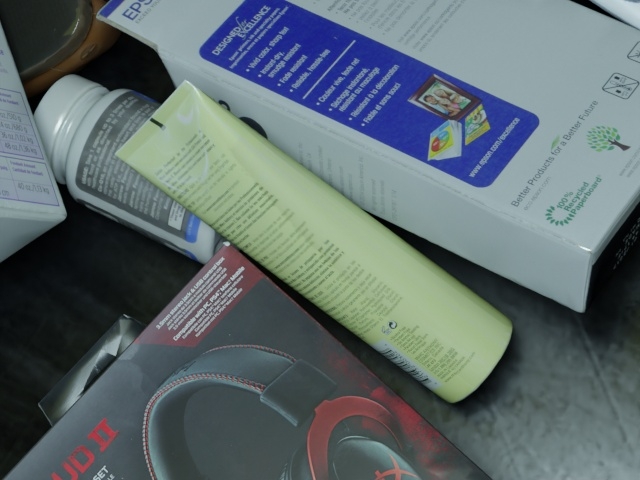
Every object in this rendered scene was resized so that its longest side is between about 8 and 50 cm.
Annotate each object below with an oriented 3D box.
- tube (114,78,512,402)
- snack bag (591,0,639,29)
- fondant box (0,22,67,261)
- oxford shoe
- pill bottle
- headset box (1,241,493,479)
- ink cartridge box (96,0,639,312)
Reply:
[{"bbox_3d":[0.000,0.000,1.127,0.240,0.062,0.070,35,101,-11],"label":"tube"},{"bbox_3d":[0.287,-0.251,1.180,0.323,0.037,0.342,35,80,14],"label":"snack bag"},{"bbox_3d":[-0.312,-0.107,1.215,0.238,0.096,0.330,-31,71,28],"label":"fondant box"},{"bbox_3d":[-0.217,-0.100,1.256,0.212,0.076,0.076,-19,75,23],"label":"oxford shoe"},{"bbox_3d":[-0.105,-0.045,1.208,0.137,0.078,0.078,26,82,16],"label":"pill bottle"},{"bbox_3d":[-0.035,0.162,1.117,0.293,0.110,0.218,42,84,20],"label":"headset box"},{"bbox_3d":[0.050,-0.096,1.159,0.332,0.065,0.165,28,58,21],"label":"ink cartridge box"}]
